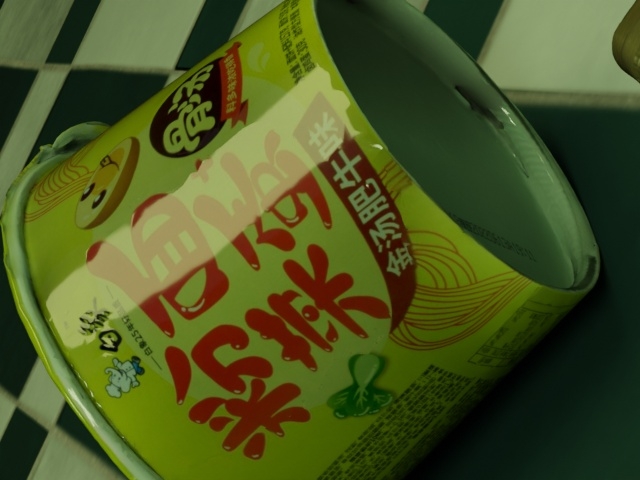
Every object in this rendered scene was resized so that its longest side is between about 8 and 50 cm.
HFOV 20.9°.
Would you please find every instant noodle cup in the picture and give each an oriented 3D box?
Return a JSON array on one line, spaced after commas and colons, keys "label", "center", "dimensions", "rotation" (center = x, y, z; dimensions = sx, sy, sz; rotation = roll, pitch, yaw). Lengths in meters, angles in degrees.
[{"label": "instant noodle cup", "center": [0.000, 0.000, 1.003], "dimensions": [0.221, 0.311, 0.311], "rotation": [-41, 32, 22]}]

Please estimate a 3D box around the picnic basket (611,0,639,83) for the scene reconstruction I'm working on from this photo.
[{"label": "picnic basket", "center": [0.266, -0.116, 0.719], "dimensions": [0.266, 0.165, 0.139], "rotation": [-56, 27, 16]}]
